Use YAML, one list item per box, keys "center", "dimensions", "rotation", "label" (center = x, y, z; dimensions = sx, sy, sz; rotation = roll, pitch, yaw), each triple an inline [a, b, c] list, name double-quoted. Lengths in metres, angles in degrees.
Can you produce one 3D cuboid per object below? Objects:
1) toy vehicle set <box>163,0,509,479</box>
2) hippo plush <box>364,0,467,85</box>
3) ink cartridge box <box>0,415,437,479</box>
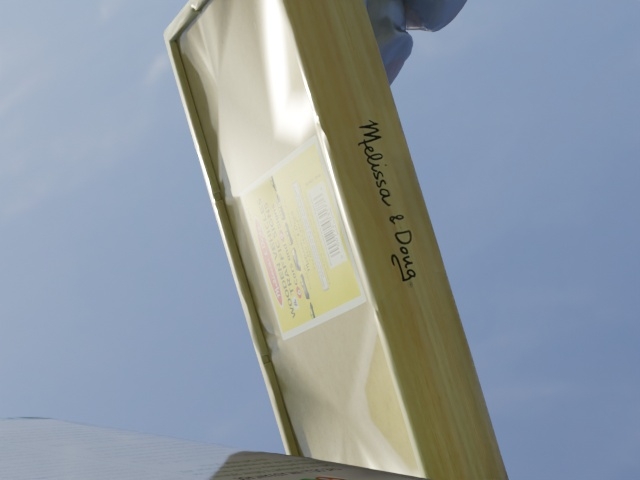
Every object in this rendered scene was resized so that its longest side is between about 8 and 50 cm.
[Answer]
- center: [0.000, 0.000, 0.798]
  dimensions: [0.035, 0.266, 0.166]
  rotation: [-15, 175, -22]
  label: "toy vehicle set"
- center: [-0.033, -0.229, 0.948]
  dimensions: [0.237, 0.294, 0.234]
  rotation: [31, -138, 15]
  label: "hippo plush"
- center: [-0.052, 0.114, 0.509]
  dimensions: [0.255, 0.097, 0.189]
  rotation: [5, 180, 32]
  label: "ink cartridge box"
